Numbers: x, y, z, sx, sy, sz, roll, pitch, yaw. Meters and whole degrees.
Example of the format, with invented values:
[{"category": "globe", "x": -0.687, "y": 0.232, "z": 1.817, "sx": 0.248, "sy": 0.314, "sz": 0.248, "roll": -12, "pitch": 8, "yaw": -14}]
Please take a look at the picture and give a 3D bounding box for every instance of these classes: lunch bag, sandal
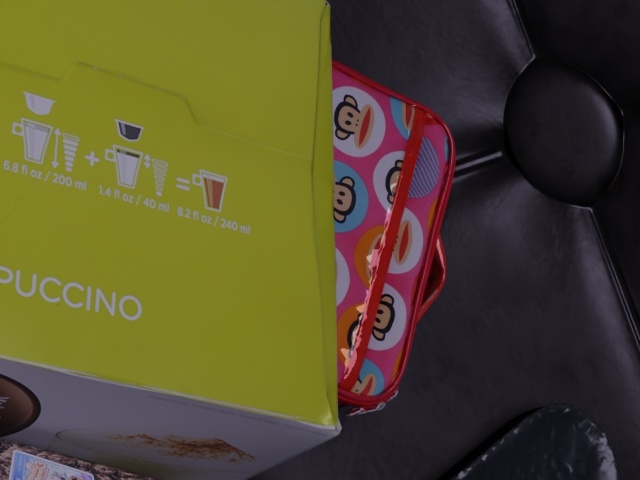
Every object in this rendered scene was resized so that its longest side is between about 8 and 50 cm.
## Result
[{"category": "lunch bag", "x": 0.000, "y": 0.000, "z": 1.459, "sx": 0.258, "sy": 0.120, "sz": 0.293, "roll": 24, "pitch": 70, "yaw": -26}, {"category": "sandal", "x": 0.115, "y": 0.290, "z": 1.453, "sx": 0.446, "sy": 0.107, "sz": 0.167, "roll": -41, "pitch": 99, "yaw": -29}]

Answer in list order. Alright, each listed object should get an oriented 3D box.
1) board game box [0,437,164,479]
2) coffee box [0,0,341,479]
[{"category": "board game box", "x": -0.262, "y": 0.234, "z": 1.043, "sx": 0.291, "sy": 0.232, "sz": 0.141, "roll": 20, "pitch": 44, "yaw": -30}, {"category": "coffee box", "x": -0.214, "y": -0.007, "z": 1.163, "sx": 0.337, "sy": 0.334, "sz": 0.338, "roll": 16, "pitch": 60, "yaw": -31}]
